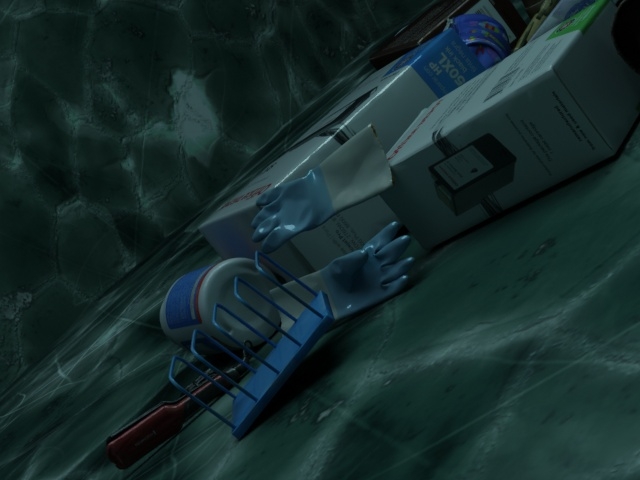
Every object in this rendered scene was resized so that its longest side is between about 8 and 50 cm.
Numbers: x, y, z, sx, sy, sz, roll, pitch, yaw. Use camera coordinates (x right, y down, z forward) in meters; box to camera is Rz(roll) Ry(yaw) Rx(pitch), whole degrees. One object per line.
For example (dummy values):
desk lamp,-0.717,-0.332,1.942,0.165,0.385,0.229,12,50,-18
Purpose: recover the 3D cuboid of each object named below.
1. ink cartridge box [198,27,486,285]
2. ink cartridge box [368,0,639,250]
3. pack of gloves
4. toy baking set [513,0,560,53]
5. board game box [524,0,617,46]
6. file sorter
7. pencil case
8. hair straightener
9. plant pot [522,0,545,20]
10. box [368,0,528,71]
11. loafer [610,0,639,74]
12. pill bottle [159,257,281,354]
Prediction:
ink cartridge box,0.048,-0.095,1.721,0.395,0.166,0.285,-43,10,-21
ink cartridge box,0.225,-0.134,1.403,0.289,0.121,0.211,-29,14,43
pack of gloves,0.000,0.000,1.425,0.232,0.195,0.046,-31,-18,36
toy baking set,0.400,-0.410,2.042,0.256,0.030,0.197,-56,-2,-34
board game box,0.445,-0.418,1.786,0.318,0.066,0.319,-50,-2,-47
file sorter,-0.079,0.111,1.350,0.170,0.104,0.118,-51,10,6
pencil case,0.252,-0.300,1.988,0.119,0.133,0.306,-45,9,19
hair straightener,-0.180,0.204,1.552,0.230,0.047,0.089,-40,11,-8
plant pot,0.419,-0.512,2.244,0.167,0.165,0.167,-37,10,7
box,0.244,-0.375,2.342,0.191,0.143,0.381,-40,12,-5
loafer,0.375,-0.207,1.165,0.130,0.134,0.366,-41,11,-9
pill bottle,-0.149,0.097,1.692,0.124,0.124,0.221,-44,13,-26
